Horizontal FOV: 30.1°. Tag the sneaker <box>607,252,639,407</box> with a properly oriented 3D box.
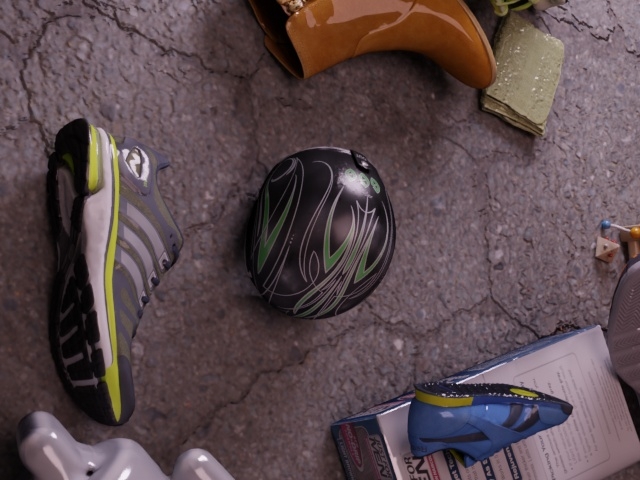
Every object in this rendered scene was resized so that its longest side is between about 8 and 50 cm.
[{"bbox_3d":[0.408,0.108,1.467,0.180,0.125,0.321,-90,165,-53],"label":"sneaker"}]

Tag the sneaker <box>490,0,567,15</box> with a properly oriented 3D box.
[{"bbox_3d":[0.225,-0.353,1.432,0.385,0.145,0.147,-17,94,-53],"label":"sneaker"}]

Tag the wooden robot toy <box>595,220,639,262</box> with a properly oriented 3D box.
[{"bbox_3d":[0.451,-0.002,1.586,0.173,0.079,0.076,-8,84,-32],"label":"wooden robot toy"}]

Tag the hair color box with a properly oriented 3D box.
[{"bbox_3d":[0.197,0.230,1.363,0.347,0.105,0.174,-16,86,-33],"label":"hair color box"}]

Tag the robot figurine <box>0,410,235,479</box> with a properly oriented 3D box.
[{"bbox_3d":[-0.179,0.319,1.055,0.300,0.200,0.353,-37,101,-8],"label":"robot figurine"}]

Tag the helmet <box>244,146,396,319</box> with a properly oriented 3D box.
[{"bbox_3d":[0.000,0.000,1.268,0.169,0.169,0.161,23,52,-26],"label":"helmet"}]

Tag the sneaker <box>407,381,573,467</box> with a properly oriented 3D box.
[{"bbox_3d":[0.179,0.197,1.266,0.209,0.069,0.082,5,95,-33],"label":"sneaker"}]

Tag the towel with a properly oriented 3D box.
[{"bbox_3d":[0.262,-0.217,1.546,0.110,0.027,0.148,26,68,-24],"label":"towel"}]

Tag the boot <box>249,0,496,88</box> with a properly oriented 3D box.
[{"bbox_3d":[0.053,-0.242,1.389,0.295,0.104,0.211,49,65,-8],"label":"boot"}]

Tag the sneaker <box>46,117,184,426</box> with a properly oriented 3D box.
[{"bbox_3d":[-0.192,0.031,1.168,0.121,0.111,0.300,4,80,-35],"label":"sneaker"}]
